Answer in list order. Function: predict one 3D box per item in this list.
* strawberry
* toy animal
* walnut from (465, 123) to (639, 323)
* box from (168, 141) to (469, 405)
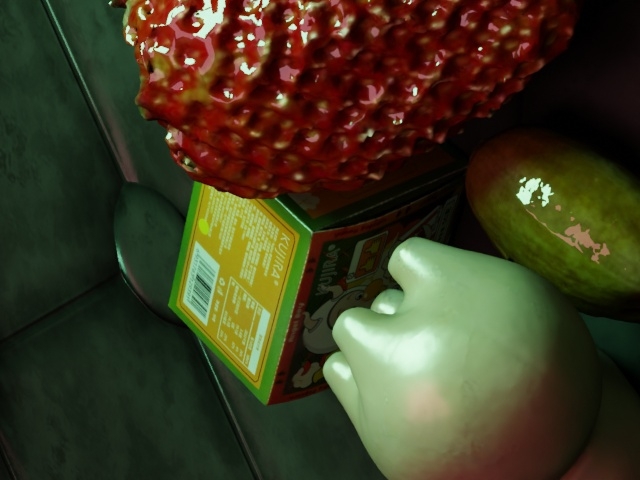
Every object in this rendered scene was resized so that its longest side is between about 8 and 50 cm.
[{"bbox_3d":[0.028,-0.199,1.354,0.351,0.267,0.312,-14,62,33],"label":"strawberry"},{"bbox_3d":[0.133,0.131,1.378,0.269,0.237,0.326,41,173,12],"label":"toy animal"},{"bbox_3d":[0.191,-0.009,1.382,0.207,0.116,0.116,35,133,25],"label":"walnut"},{"bbox_3d":[0.000,0.000,1.556,0.148,0.177,0.195,44,137,30],"label":"box"}]
